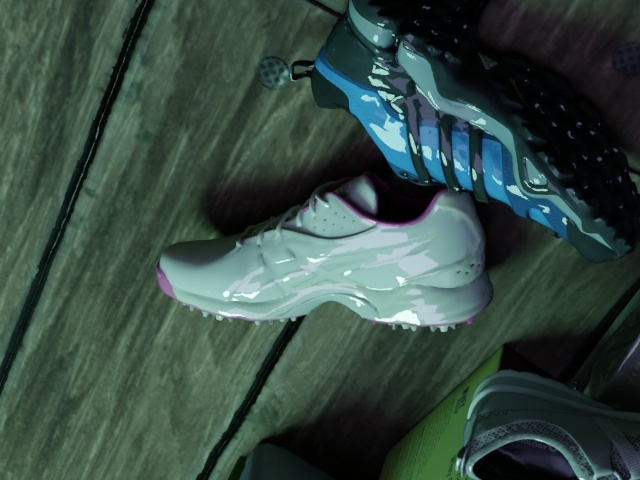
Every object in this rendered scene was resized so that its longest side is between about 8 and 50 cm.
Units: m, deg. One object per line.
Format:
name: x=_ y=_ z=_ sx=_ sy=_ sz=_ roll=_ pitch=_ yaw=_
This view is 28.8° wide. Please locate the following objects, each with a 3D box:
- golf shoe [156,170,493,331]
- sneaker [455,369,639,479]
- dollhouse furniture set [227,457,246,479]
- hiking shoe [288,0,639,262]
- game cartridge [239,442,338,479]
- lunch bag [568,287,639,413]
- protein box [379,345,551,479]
golf shoe: x=0.000 y=0.000 z=1.114 sx=0.306 sy=0.115 sz=0.140 roll=0 pitch=114 yaw=10
sneaker: x=0.237 y=0.190 z=0.957 sx=0.281 sy=0.115 sz=0.105 roll=10 pitch=120 yaw=24
dollhouse furniture set: x=-0.102 y=0.314 z=1.392 sx=0.076 sy=0.058 sz=0.151 roll=25 pitch=128 yaw=0
hiking shoe: x=0.127 y=-0.084 z=1.013 sx=0.304 sy=0.113 sz=0.132 roll=42 pitch=134 yaw=-2
game cartridge: x=0.045 y=0.329 z=1.269 sx=0.294 sy=0.196 sz=0.060 roll=32 pitch=107 yaw=-7
lunch bag: x=0.363 y=0.117 z=1.034 sx=0.235 sy=0.169 sz=0.287 roll=29 pitch=121 yaw=4
protein box: x=0.152 y=0.250 z=1.172 sx=0.136 sy=0.199 sz=0.201 roll=35 pitch=126 yaw=-8
